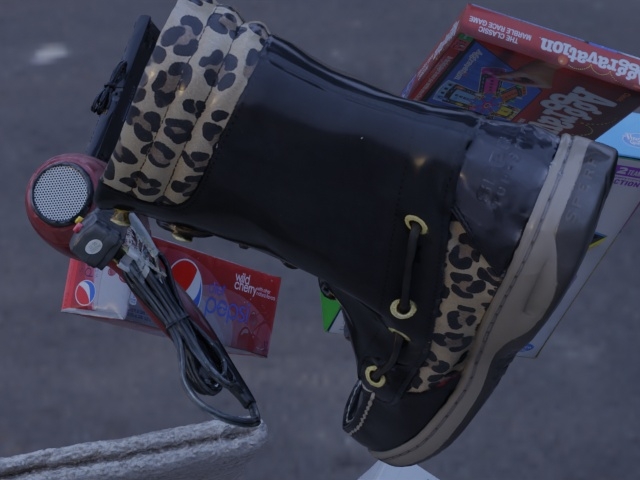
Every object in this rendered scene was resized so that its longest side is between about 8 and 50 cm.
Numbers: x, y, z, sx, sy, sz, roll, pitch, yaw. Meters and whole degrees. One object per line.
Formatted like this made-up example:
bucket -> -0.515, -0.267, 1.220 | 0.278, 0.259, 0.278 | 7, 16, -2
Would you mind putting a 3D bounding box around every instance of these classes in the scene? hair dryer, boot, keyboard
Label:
hair dryer -> -0.150, 0.032, 1.485 | 0.080, 0.223, 0.293 | -32, 24, 2
boot -> 0.000, 0.000, 1.230 | 0.284, 0.377, 0.138 | 24, 62, -3
keyboard -> -0.205, -0.143, 1.963 | 0.023, 0.180, 0.108 | 14, -14, 19

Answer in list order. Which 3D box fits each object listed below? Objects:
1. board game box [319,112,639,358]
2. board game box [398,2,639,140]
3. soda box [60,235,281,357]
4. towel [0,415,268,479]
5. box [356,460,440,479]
board game box -> 0.164, -0.012, 1.882 | 0.242, 0.316, 0.064 | 9, 47, -19
board game box -> 0.146, -0.108, 1.451 | 0.145, 0.027, 0.281 | 16, -12, -5
soda box -> -0.147, 0.054, 1.949 | 0.083, 0.092, 0.263 | 5, -9, 32
towel -> -0.196, 0.228, 1.822 | 0.282, 0.049, 0.187 | -9, -16, -16
box -> 0.060, 0.259, 1.682 | 0.087, 0.102, 0.101 | 33, 57, -2
